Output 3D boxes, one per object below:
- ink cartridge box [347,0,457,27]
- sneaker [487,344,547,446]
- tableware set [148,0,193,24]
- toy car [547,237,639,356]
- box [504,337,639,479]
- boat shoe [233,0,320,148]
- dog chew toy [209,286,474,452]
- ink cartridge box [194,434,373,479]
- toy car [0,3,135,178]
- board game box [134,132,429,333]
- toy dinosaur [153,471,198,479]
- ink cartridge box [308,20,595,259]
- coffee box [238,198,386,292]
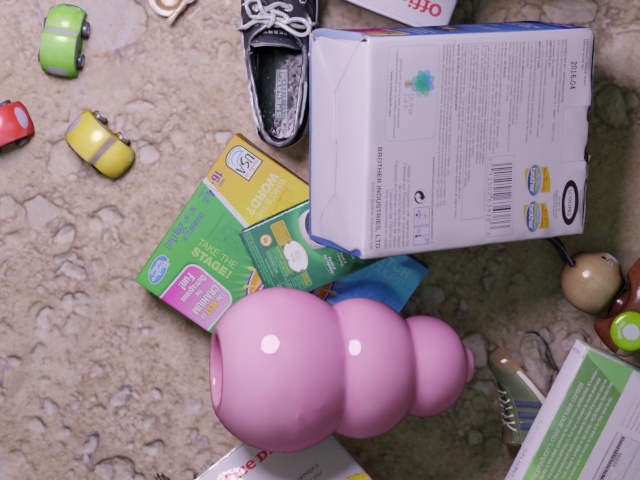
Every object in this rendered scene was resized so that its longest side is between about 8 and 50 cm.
[{"bbox_3d":[0.101,-0.421,1.845,0.198,0.115,0.273,17,96,-26],"label":"ink cartridge box"},{"bbox_3d":[0.271,0.239,1.958,0.086,0.064,0.192,-41,96,0],"label":"sneaker"},{"bbox_3d":[-0.203,-0.379,1.945,0.168,0.020,0.141,44,95,-2],"label":"tableware set"},{"bbox_3d":[0.374,0.045,1.903,0.188,0.155,0.149,39,96,11],"label":"toy car"},{"bbox_3d":[0.428,0.298,1.931,0.322,0.058,0.232,25,95,-13],"label":"box"},{"bbox_3d":[-0.059,-0.273,1.905,0.113,0.105,0.306,4,96,2],"label":"boat shoe"},{"bbox_3d":[0.031,0.160,1.835,0.331,0.206,0.207,-1,95,-14],"label":"dog chew toy"},{"bbox_3d":[-0.013,0.380,1.880,0.201,0.117,0.278,-37,64,-14],"label":"ink cartridge box"},{"bbox_3d":[-0.358,-0.205,1.950,0.239,0.053,0.225,9,96,1],"label":"toy car"},{"bbox_3d":[-0.050,0.043,1.954,0.316,0.064,0.242,34,95,-1],"label":"board game box"},{"bbox_3d":[-0.160,0.387,2.007,0.092,0.053,0.183,-29,86,20],"label":"toy dinosaur"},{"bbox_3d":[0.189,-0.133,1.816,0.395,0.151,0.270,-6,105,-26],"label":"ink cartridge box"},{"bbox_3d":[0.000,0.000,1.895,0.184,0.040,0.113,-26,94,4],"label":"coffee box"}]
